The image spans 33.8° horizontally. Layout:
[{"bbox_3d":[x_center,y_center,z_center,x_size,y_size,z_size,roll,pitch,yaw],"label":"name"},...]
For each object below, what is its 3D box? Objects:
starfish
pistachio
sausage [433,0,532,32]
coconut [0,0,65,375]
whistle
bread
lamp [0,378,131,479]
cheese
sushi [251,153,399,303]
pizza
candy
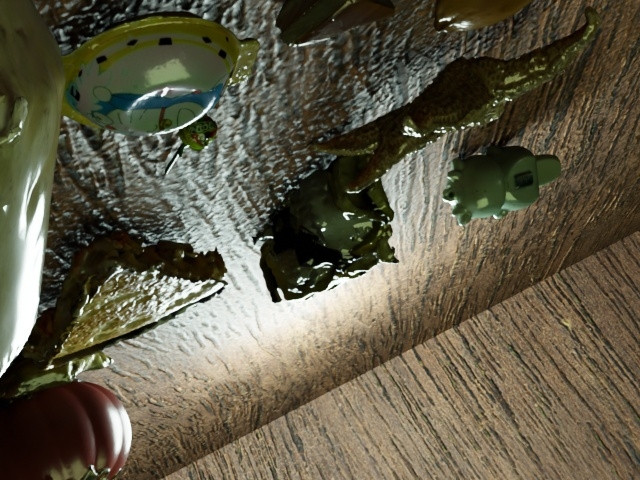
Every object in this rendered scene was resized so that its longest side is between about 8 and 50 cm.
[{"bbox_3d":[0.124,-0.144,1.183,0.293,0.084,0.301,-28,-178,-24],"label":"starfish"},{"bbox_3d":[-0.352,0.166,1.392,0.173,0.049,0.089,-17,-175,-42],"label":"pistachio"},{"bbox_3d":[0.239,-0.291,0.883,0.354,0.116,0.134,-28,177,10],"label":"sausage"},{"bbox_3d":[-0.284,-0.021,0.501,0.352,0.353,0.352,-26,164,-8],"label":"coconut"},{"bbox_3d":[0.268,-0.089,1.571,0.244,0.110,0.092,-17,-168,-36],"label":"whistle"},{"bbox_3d":[0.016,-0.204,0.893,0.109,0.043,0.062,-23,165,-15],"label":"bread"},{"bbox_3d":[-0.371,0.295,1.464,0.227,0.227,0.227,-26,164,-8],"label":"lamp"},{"bbox_3d":[-0.167,-0.121,0.809,0.250,0.064,0.156,-9,157,-20],"label":"cheese"},{"bbox_3d":[0.006,-0.001,1.336,0.131,0.139,0.291,-7,156,-35],"label":"sushi"},{"bbox_3d":[-0.258,0.072,1.222,0.251,0.074,0.287,-33,162,12],"label":"pizza"},{"bbox_3d":[-0.134,-0.089,1.029,0.035,0.035,0.123,27,150,-16],"label":"candy"}]
